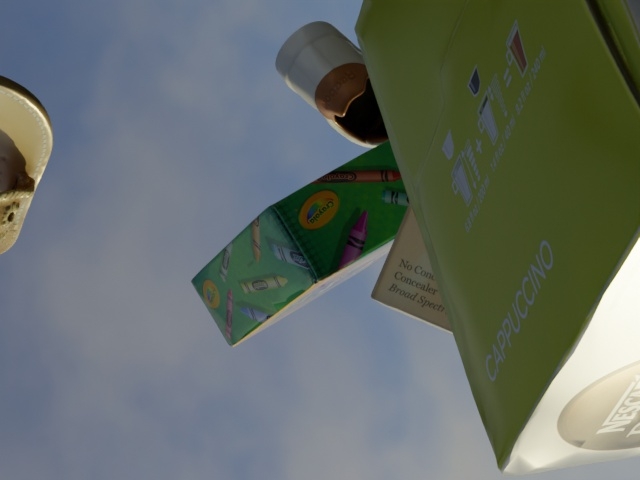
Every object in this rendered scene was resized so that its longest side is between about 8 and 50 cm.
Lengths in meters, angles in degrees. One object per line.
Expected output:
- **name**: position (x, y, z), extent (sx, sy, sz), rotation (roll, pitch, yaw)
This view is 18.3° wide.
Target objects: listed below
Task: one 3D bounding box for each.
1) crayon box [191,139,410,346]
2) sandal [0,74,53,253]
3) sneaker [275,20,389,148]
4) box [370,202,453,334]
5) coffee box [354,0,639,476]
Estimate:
- **crayon box**: position (0.000, 0.000, 1.817), extent (0.081, 0.165, 0.278), rotation (59, 157, 3)
- **sandal**: position (-0.218, -0.019, 1.267), extent (0.240, 0.088, 0.079), rotation (114, 156, -65)
- **sneaker**: position (0.068, -0.125, 2.025), extent (0.123, 0.106, 0.290), rotation (48, -163, 30)
- **box**: position (0.169, -0.067, 1.568), extent (0.121, 0.148, 0.311), rotation (26, -95, -79)
- **coffee box**: position (0.243, -0.102, 1.133), extent (0.337, 0.334, 0.338), rotation (110, 149, -56)
